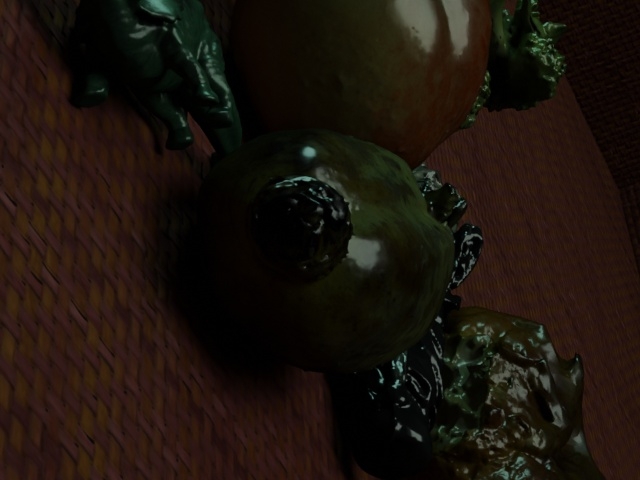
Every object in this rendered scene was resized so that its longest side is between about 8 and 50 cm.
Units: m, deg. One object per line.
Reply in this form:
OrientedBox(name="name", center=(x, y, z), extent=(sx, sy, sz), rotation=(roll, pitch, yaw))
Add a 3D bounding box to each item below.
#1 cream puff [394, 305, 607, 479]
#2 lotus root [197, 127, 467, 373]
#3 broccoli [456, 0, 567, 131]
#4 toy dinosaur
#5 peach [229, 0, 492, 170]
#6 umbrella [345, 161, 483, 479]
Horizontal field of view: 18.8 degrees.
OrientedBox(name="cream puff", center=(0.145, 0.179, 1.601), extent=(0.241, 0.155, 0.269), rotation=(30, 49, -61))
OrientedBox(name="lotus root", center=(0.000, 0.000, 1.295), extent=(0.309, 0.173, 0.173), rotation=(8, 62, -73))
OrientedBox(name="broccoli", center=(0.129, -0.180, 1.723), extent=(0.254, 0.302, 0.186), rotation=(59, 19, -52))
OrientedBox(name="toy dinosaur", center=(-0.094, -0.100, 1.237), extent=(0.292, 0.079, 0.120), rotation=(58, 20, -50))
OrientedBox(name="peach", center=(0.026, -0.143, 1.529), extent=(0.232, 0.232, 0.232), rotation=(-20, 90, -76))
OrientedBox(name="umbrella", center=(0.069, 0.051, 1.550), extent=(0.113, 0.106, 0.358), rotation=(24, 33, -12))
